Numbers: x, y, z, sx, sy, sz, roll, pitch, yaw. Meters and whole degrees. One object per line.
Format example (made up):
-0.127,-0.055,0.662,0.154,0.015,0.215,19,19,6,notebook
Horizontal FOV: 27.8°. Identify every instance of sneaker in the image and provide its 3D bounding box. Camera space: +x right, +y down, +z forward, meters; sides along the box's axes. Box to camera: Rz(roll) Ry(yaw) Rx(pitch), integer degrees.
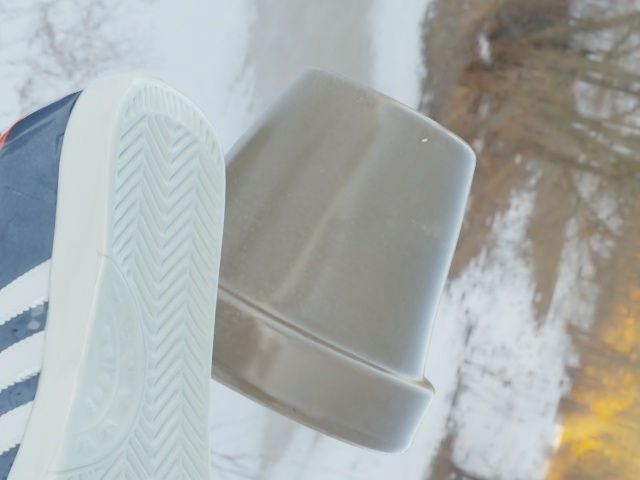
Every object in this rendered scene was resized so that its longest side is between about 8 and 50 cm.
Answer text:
-0.143,0.089,0.656,0.131,0.148,0.350,34,57,-49,sneaker

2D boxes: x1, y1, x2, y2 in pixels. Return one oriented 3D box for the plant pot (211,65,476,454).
0.000,0.000,0.980,0.229,0.263,0.263,-63,167,1,plant pot
